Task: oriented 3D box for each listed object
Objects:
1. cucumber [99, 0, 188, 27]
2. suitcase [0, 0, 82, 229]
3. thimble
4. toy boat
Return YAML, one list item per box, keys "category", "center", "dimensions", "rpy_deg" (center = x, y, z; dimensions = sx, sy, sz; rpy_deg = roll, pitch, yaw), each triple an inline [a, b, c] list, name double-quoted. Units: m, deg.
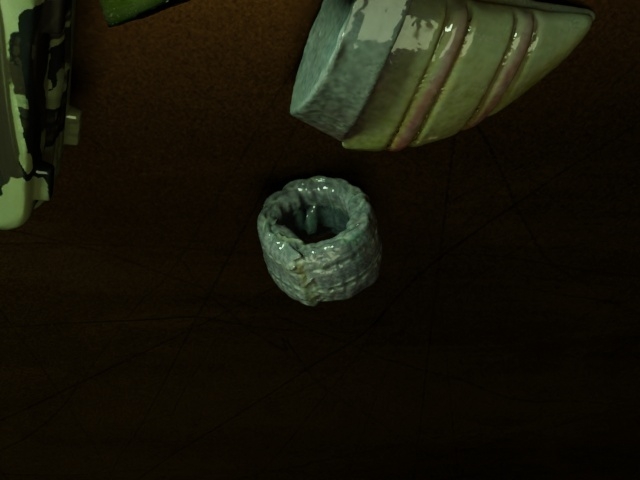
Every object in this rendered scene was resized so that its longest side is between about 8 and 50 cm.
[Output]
- category: "cucumber"
  center: [-0.121, -0.277, 0.818]
  dimensions: [0.211, 0.062, 0.078]
  rpy_deg: [-16, 101, 18]
- category: "suitcase"
  center: [-0.396, -0.200, 0.777]
  dimensions: [0.339, 0.194, 0.351]
  rpy_deg: [13, 130, -7]
- category: "thimble"
  center: [-0.001, -0.002, 1.022]
  dimensions: [0.150, 0.150, 0.097]
  rpy_deg: [-10, 136, 5]
- category: "toy boat"
  center: [0.107, -0.186, 0.884]
  dimensions: [0.294, 0.111, 0.276]
  rpy_deg: [23, 126, -29]
